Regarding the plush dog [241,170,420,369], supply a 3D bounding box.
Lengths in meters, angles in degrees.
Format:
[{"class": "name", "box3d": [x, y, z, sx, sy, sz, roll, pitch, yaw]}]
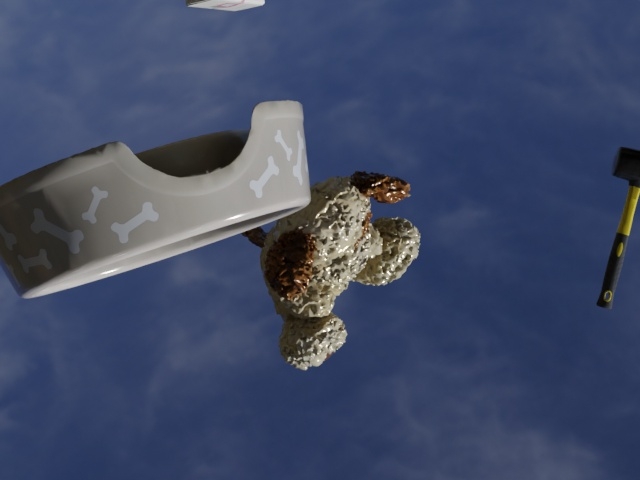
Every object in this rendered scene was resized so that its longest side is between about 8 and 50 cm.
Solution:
[{"class": "plush dog", "box3d": [0.000, 0.000, 1.563, 0.210, 0.225, 0.262, 39, -116, 9]}]

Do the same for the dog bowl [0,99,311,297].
[{"class": "dog bowl", "box3d": [-0.168, -0.036, 1.222, 0.348, 0.102, 0.349, -18, 180, 0]}]

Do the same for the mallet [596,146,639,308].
[{"class": "mallet", "box3d": [0.344, -0.017, 1.415, 0.062, 0.039, 0.190, 22, -89, 2]}]

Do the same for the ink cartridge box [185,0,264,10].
[{"class": "ink cartridge box", "box3d": [-0.129, -0.349, 1.582, 0.052, 0.089, 0.122, -7, -177, 26]}]
